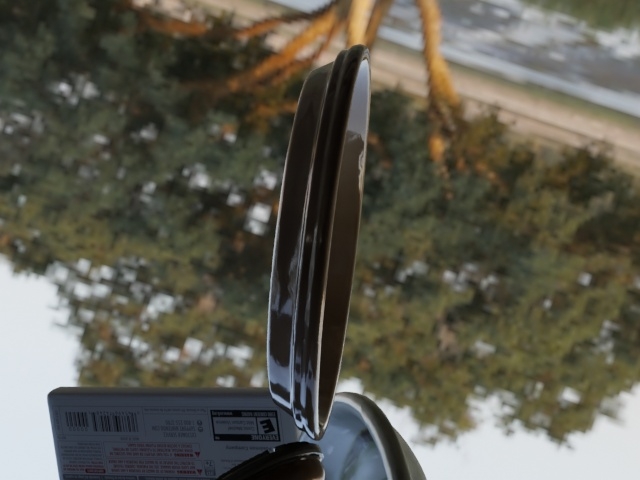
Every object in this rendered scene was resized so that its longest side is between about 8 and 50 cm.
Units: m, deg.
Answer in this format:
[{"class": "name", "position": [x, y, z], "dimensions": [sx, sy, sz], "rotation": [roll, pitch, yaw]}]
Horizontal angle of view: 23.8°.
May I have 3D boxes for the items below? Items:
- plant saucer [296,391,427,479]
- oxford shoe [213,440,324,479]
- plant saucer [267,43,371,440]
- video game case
[{"class": "plant saucer", "position": [0.053, 0.354, 1.517], "dimensions": [0.100, 0.400, 0.400], "rotation": [6, -173, -18]}, {"class": "oxford shoe", "position": [-0.065, 0.230, 1.024], "dimensions": [0.096, 0.227, 0.083], "rotation": [48, -165, 31]}, {"class": "plant saucer", "position": [0.000, 0.000, 1.066], "dimensions": [0.041, 0.278, 0.278], "rotation": [6, -177, 4]}, {"class": "video game case", "position": [-0.159, 0.320, 1.812], "dimensions": [0.329, 0.300, 0.036], "rotation": [-2, -168, 22]}]
